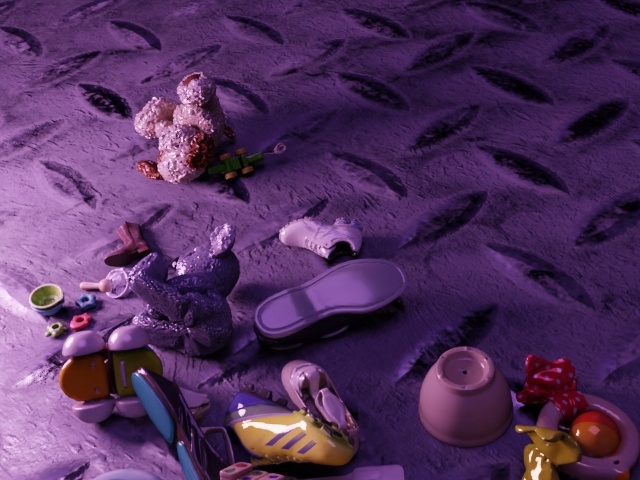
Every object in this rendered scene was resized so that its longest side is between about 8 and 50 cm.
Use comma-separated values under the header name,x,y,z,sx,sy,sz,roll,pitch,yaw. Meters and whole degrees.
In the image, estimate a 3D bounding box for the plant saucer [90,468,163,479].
name,x,y,z,sx,sy,sz,roll,pitch,yaw
plant saucer,-0.329,0.435,1.536,0.194,0.037,0.195,-4,40,3

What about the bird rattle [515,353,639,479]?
name,x,y,z,sx,sy,sz,roll,pitch,yaw
bird rattle,0.406,0.306,1.543,0.206,0.143,0.253,18,32,11

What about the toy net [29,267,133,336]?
name,x,y,z,sx,sy,sz,roll,pitch,yaw
toy net,-0.459,0.108,1.931,0.232,0.045,0.122,-24,43,-19

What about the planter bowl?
name,x,y,z,sx,sy,sz,roll,pitch,yaw
planter bowl,0.242,0.248,1.609,0.162,0.109,0.162,-5,41,4

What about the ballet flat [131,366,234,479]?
name,x,y,z,sx,sy,sz,roll,pitch,yaw
ballet flat,-0.214,0.318,1.597,0.096,0.095,0.280,-19,60,-29

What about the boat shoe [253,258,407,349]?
name,x,y,z,sx,sy,sz,roll,pitch,yaw
boat shoe,0.017,0.120,1.806,0.302,0.091,0.114,-14,60,-11

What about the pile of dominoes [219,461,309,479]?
name,x,y,z,sx,sy,sz,roll,pitch,yaw
pile of dominoes,-0.039,0.378,1.435,0.251,0.040,0.196,3,5,29

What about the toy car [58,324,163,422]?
name,x,y,z,sx,sy,sz,roll,pitch,yaw
toy car,-0.367,0.232,1.718,0.181,0.159,0.136,-8,4,1

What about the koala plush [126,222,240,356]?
name,x,y,z,sx,sy,sz,roll,pitch,yaw
koala plush,-0.224,0.087,1.824,0.203,0.196,0.221,20,46,13

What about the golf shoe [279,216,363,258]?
name,x,y,z,sx,sy,sz,roll,pitch,yaw
golf shoe,0.000,0.000,1.973,0.176,0.069,0.086,-4,46,6

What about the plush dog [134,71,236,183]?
name,x,y,z,sx,sy,sz,roll,pitch,yaw
plush dog,-0.306,-0.227,2.224,0.262,0.210,0.225,-20,43,41

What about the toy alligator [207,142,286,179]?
name,x,y,z,sx,sy,sz,roll,pitch,yaw
toy alligator,-0.172,-0.184,2.227,0.189,0.056,0.051,-19,1,-13

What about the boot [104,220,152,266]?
name,x,y,z,sx,sy,sz,roll,pitch,yaw
boot,-0.423,0.005,2.052,0.106,0.037,0.114,-11,42,-25

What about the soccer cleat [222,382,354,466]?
name,x,y,z,sx,sy,sz,roll,pitch,yaw
soccer cleat,-0.055,0.322,1.548,0.289,0.093,0.121,14,73,50

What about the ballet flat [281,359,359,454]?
name,x,y,z,sx,sy,sz,roll,pitch,yaw
ballet flat,0.000,0.267,1.645,0.086,0.086,0.248,-21,42,-15

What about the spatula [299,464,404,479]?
name,x,y,z,sx,sy,sz,roll,pitch,yaw
spatula,0.015,0.426,1.510,0.241,0.019,0.168,-8,41,6
